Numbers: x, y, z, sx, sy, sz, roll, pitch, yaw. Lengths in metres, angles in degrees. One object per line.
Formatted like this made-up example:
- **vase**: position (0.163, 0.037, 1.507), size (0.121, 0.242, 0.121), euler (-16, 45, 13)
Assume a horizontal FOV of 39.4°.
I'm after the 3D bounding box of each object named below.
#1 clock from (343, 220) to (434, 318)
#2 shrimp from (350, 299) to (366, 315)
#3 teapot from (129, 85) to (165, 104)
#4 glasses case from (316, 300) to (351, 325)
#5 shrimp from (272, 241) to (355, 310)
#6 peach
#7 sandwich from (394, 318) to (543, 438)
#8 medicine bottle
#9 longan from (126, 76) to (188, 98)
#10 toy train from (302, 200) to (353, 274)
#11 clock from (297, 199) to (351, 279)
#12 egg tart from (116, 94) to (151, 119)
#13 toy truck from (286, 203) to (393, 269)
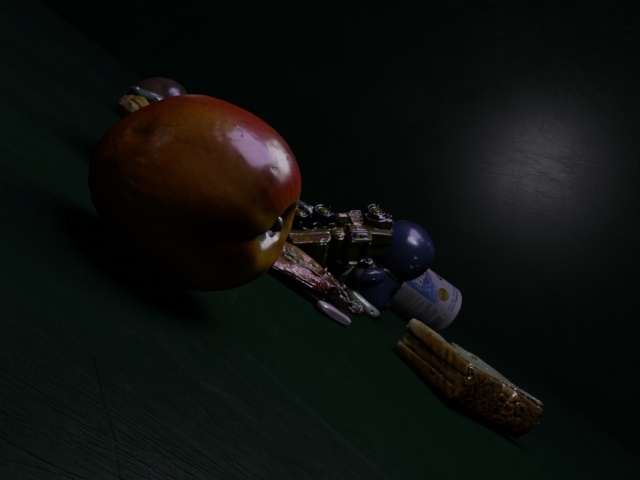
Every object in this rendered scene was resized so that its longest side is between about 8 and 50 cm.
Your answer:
- **clock**: position (0.166, 0.062, 2.138), size (0.146, 0.243, 0.199), euler (41, 4, 16)
- **shrimp**: position (0.073, 0.147, 1.966), size (0.092, 0.029, 0.038), euler (25, 20, -41)
- **teapot**: position (-0.340, -0.225, 1.933), size (0.239, 0.162, 0.149), euler (67, 20, 8)
- **glasses case**: position (0.026, 0.140, 1.718), size (0.083, 0.021, 0.032), euler (33, 6, -34)
- **shrimp**: position (-0.054, 0.053, 1.755), size (0.294, 0.062, 0.154), euler (30, 12, 17)
- **peach**: position (-0.162, -0.063, 1.110), size (0.281, 0.238, 0.281), euler (20, 14, -5)
- **sandwich**: position (0.302, 0.286, 1.867), size (0.273, 0.095, 0.249), euler (32, 4, -37)
- **medicine bottle**: position (0.250, 0.132, 2.535), size (0.288, 0.157, 0.157), euler (35, 5, -18)
- **longan**: position (-0.423, -0.349, 2.369), size (0.189, 0.189, 0.189), euler (36, 5, -4)
- **toy train**: position (0.000, 0.000, 2.460), size (0.253, 0.105, 0.157), euler (39, -8, 29)
- **clock**: position (-0.053, -0.030, 2.195), size (0.319, 0.066, 0.319), euler (44, 10, -10)
- **egg tart**: position (-0.255, -0.131, 1.642), size (0.345, 0.132, 0.345), euler (37, 6, -4)
- **toy truck**: position (0.040, 0.001, 1.971), size (0.257, 0.127, 0.127), euler (-5, 39, -22)
